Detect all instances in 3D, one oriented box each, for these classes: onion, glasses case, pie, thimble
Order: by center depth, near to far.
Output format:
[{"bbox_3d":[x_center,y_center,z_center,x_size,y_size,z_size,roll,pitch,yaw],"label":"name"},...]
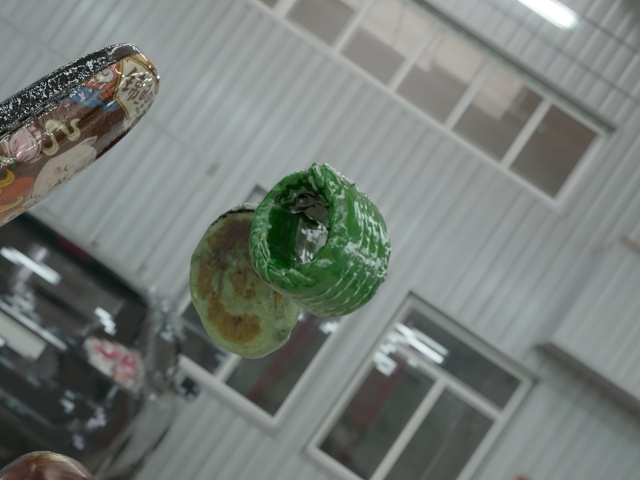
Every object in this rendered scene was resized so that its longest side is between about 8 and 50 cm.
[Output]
[{"bbox_3d":[-0.229,0.227,1.161,0.118,0.117,0.119,4,-33,2],"label":"onion"},{"bbox_3d":[0.000,0.000,1.280,0.118,0.130,0.090,-8,-30,39],"label":"thimble"},{"bbox_3d":[-0.292,-0.082,1.368,0.082,0.321,0.122,50,-15,14],"label":"glasses case"},{"bbox_3d":[-0.112,0.060,2.176,0.240,0.241,0.054,31,19,34],"label":"pie"}]
